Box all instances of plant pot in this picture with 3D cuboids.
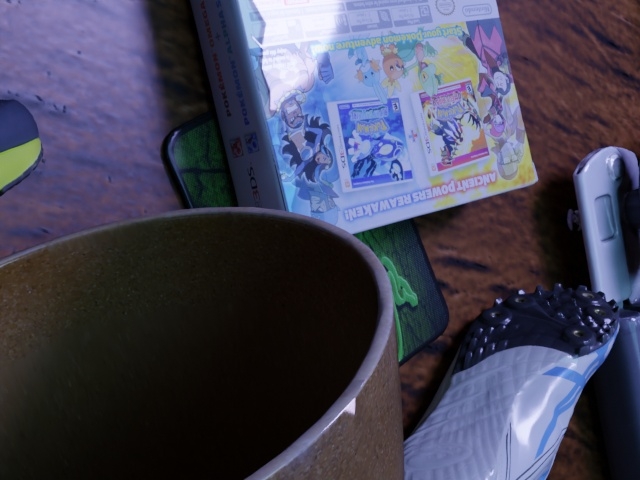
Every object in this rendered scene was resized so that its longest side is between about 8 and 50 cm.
[{"bbox_3d":[-0.064,0.152,0.486,0.237,0.237,0.254,-35,123,-37],"label":"plant pot"}]

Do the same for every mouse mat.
[{"bbox_3d":[0.000,0.000,0.675,0.152,0.007,0.190,-32,108,-38],"label":"mouse mat"}]

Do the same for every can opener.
[{"bbox_3d":[0.228,0.067,0.816,0.074,0.093,0.280,-15,101,-40],"label":"can opener"}]

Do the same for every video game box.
[{"bbox_3d":[0.028,-0.102,0.675,0.205,0.048,0.187,-15,91,-40],"label":"video game box"}]

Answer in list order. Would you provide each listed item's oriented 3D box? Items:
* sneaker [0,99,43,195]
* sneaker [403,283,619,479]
[{"bbox_3d":[-0.237,-0.050,0.413,0.300,0.111,0.121,-4,85,-43],"label":"sneaker"},{"bbox_3d":[0.114,0.110,0.724,0.237,0.085,0.086,-45,140,-38],"label":"sneaker"}]
